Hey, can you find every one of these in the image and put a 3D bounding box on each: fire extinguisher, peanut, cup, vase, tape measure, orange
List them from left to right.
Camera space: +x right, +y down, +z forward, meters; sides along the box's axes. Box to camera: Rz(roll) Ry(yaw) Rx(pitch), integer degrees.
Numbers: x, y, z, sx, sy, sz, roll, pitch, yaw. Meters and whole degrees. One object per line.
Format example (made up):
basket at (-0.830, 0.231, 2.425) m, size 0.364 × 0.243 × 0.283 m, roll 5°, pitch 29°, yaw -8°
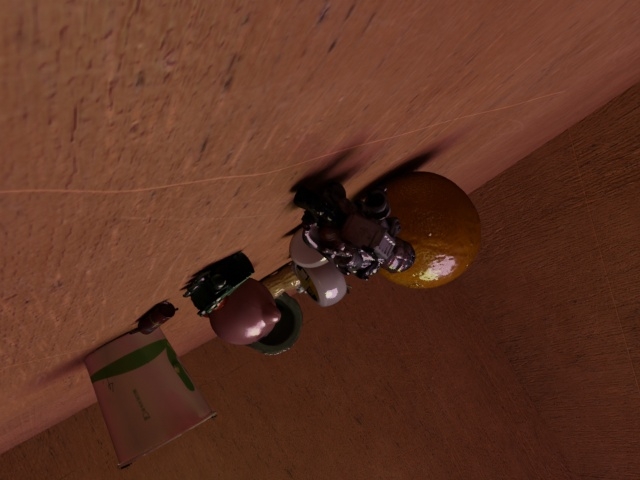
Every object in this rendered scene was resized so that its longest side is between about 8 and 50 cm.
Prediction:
cup at (-0.415, 0.359, 1.394) m, size 0.253 × 0.274 × 0.253 m, roll -29°, pitch 172°, yaw -4°
fire extinguisher at (-0.352, 0.167, 1.239) m, size 0.056 × 0.039 × 0.132 m, roll -10°, pitch 161°, yaw -46°
vase at (-0.226, 0.325, 2.270) m, size 0.245 × 0.245 × 0.291 m, roll -27°, pitch 178°, yaw -25°
peanut at (-0.131, 0.135, 1.837) m, size 0.187 × 0.082 × 0.082 m, roll -31°, pitch 174°, yaw 16°
tape measure at (0.003, 0.091, 1.616) m, size 0.105 × 0.178 × 0.196 m, roll -29°, pitch 174°, yaw -19°
orange at (0.217, -0.024, 1.312) m, size 0.274 × 0.274 × 0.274 m, roll -30°, pitch 174°, yaw -3°

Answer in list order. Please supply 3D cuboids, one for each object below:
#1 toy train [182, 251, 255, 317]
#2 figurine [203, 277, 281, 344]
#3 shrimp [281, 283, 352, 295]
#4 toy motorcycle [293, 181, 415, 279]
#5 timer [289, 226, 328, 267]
toy train at (-0.205, 0.091, 1.172) m, size 0.111 × 0.071 × 0.170 m, roll -35°, pitch 178°, yaw -32°
figurine at (-0.187, 0.171, 1.419) m, size 0.173 × 0.173 × 0.173 m, roll -30°, pitch 174°, yaw -3°
shrimp at (-0.042, 0.145, 2.031) m, size 0.410 × 0.166 × 0.221 m, roll -14°, pitch 170°, yaw -23°
toy motorcycle at (0.052, -0.014, 0.919) m, size 0.134 × 0.207 × 0.401 m, roll -59°, pitch 170°, yaw -3°
timer at (0.000, 0.000, 1.280) m, size 0.136 × 0.099 × 0.136 m, roll -24°, pitch -174°, yaw 3°
